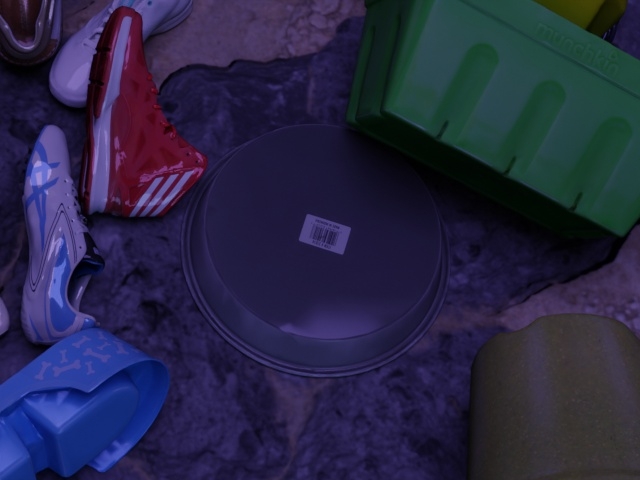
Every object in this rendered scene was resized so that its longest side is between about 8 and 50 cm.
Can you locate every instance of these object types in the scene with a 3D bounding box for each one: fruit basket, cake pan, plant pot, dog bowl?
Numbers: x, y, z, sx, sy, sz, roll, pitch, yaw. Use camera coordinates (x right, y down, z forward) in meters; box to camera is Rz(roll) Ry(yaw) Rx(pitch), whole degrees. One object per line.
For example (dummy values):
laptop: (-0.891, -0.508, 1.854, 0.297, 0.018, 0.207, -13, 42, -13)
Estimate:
fruit basket: (0.238, -0.223, 1.941, 0.392, 0.283, 0.392, 0, 90, -14)
cake pan: (0.000, 0.000, 1.932, 0.293, 0.054, 0.293, 4, 65, -8)
plant pot: (0.247, 0.220, 1.773, 0.276, 0.276, 0.254, 3, 53, -9)
dog bowl: (-0.278, 0.195, 1.735, 0.297, 0.166, 0.074, -39, 65, -24)

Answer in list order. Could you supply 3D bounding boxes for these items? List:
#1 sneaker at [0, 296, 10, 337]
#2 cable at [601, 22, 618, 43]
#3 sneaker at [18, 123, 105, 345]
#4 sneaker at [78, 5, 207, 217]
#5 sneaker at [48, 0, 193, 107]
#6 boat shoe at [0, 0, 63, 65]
sneaker: (-0.369, 0.029, 1.840, 0.057, 0.075, 0.161, -30, 73, -21)
cable: (0.283, -0.298, 2.128, 0.150, 0.047, 0.184, 18, 62, 1)
sneaker: (-0.263, -0.007, 1.869, 0.086, 0.085, 0.237, -5, 71, 0)
sneaker: (-0.180, -0.130, 1.931, 0.128, 0.087, 0.221, 8, 96, -18)
sneaker: (-0.217, -0.236, 1.984, 0.080, 0.094, 0.212, 38, 65, 7)
boat shoe: (-0.325, -0.337, 1.937, 0.113, 0.103, 0.302, -12, 95, -8)
